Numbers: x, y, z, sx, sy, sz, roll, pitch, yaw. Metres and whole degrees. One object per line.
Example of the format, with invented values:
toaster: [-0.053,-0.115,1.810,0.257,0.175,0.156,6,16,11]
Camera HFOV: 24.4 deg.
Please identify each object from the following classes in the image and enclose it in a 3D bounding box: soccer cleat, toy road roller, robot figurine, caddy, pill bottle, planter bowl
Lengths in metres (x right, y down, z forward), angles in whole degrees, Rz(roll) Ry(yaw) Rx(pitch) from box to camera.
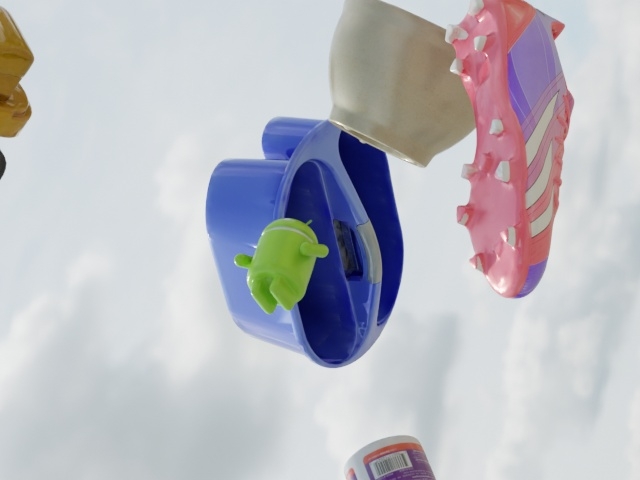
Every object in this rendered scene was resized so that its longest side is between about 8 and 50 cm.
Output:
soccer cleat: [0.151,-0.072,1.085,0.083,0.095,0.248,132,140,-53]
toy road roller: [-0.561,-0.237,2.114,0.329,0.202,0.240,18,-63,-44]
robot figurine: [-0.041,0.024,1.627,0.067,0.101,0.115,52,-140,-35]
caddy: [0.000,0.000,1.894,0.241,0.179,0.341,-45,-46,-39]
pill bottle: [0.109,0.350,1.847,0.108,0.108,0.193,64,-177,-58]
planter bowl: [0.071,-0.131,1.294,0.109,0.162,0.162,-63,-20,0]
